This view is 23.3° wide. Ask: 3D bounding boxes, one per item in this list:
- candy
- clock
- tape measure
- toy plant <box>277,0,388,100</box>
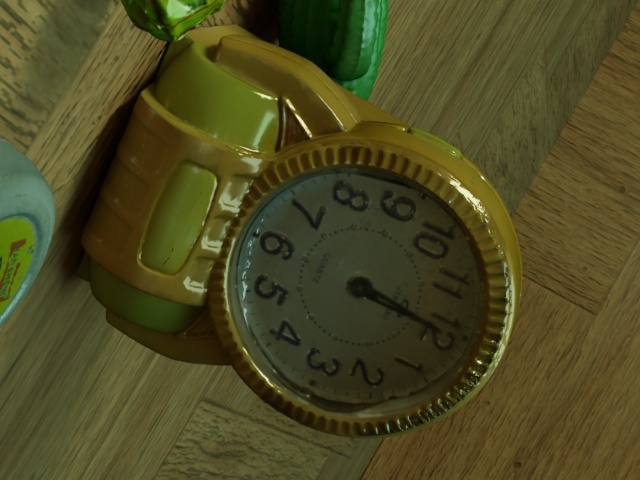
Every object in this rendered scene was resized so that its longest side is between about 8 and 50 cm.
[{"bbox_3d":[-0.096,-0.226,0.888,0.073,0.077,0.262,-30,145,-24],"label":"candy"},{"bbox_3d":[0.000,0.000,1.158,0.244,0.317,0.200,-66,172,22],"label":"clock"},{"bbox_3d":[-0.190,-0.056,0.818,0.164,0.084,0.330,-42,159,-59],"label":"tape measure"},{"bbox_3d":[0.016,-0.195,1.232,0.240,0.088,0.154,108,-22,-54],"label":"toy plant"}]
